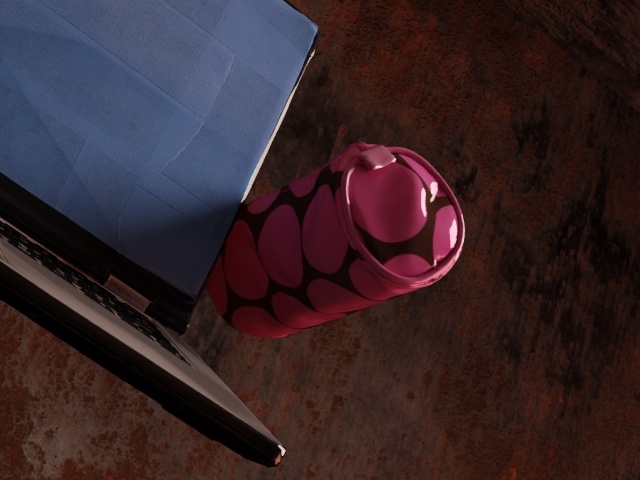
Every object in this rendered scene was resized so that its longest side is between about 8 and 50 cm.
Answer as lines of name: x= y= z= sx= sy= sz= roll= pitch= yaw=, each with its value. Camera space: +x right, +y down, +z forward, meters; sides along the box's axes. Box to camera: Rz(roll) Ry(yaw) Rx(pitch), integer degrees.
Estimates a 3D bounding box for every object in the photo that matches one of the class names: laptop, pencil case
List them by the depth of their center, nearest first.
laptop: x=-0.157 y=-0.122 z=0.889 sx=0.236 sy=0.382 sz=0.408 roll=-56 pitch=-162 yaw=-2
pencil case: x=0.000 y=0.000 z=1.038 sx=0.095 sy=0.098 sz=0.209 roll=-12 pitch=175 yaw=-32
